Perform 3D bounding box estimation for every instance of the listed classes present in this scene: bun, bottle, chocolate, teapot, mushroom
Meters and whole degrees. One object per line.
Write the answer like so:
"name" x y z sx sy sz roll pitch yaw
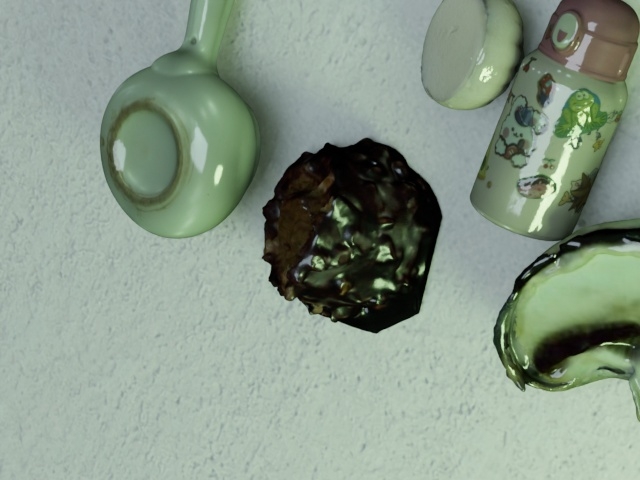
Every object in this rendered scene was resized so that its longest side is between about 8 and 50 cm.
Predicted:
"bun" 0.174 -0.200 1.574 0.138 0.094 0.138 -43 40 52
"bottle" 0.248 -0.133 1.532 0.120 0.120 0.253 27 112 22
"chocolate" 0.000 0.000 1.665 0.206 0.177 0.224 20 108 24
"teapot" -0.138 -0.158 1.723 0.220 0.149 0.318 40 118 26
"mushroom" 0.359 0.087 1.518 0.344 0.130 0.247 -5 114 31
